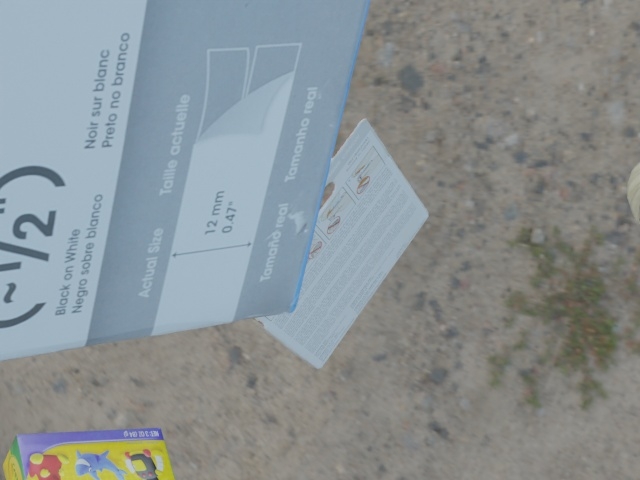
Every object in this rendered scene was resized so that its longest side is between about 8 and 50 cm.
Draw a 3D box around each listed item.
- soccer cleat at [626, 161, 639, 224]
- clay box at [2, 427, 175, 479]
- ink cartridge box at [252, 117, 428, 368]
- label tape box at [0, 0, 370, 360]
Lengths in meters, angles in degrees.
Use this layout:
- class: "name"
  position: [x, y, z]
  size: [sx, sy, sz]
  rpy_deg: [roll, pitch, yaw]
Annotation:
- class: "soccer cleat"
  position: [0.211, -0.026, 0.709]
  size: [0.068, 0.196, 0.076]
  rpy_deg: [-34, 108, 12]
- class: "clay box"
  position: [-0.162, 0.253, 0.978]
  size: [0.127, 0.222, 0.053]
  rpy_deg: [2, 137, -30]
- class: "ink cartridge box"
  position: [0.000, 0.000, 1.070]
  size: [0.181, 0.056, 0.225]
  rpy_deg: [-54, 152, -5]
- class: "label tape box"
  position: [-0.150, -0.079, 0.380]
  size: [0.347, 0.115, 0.249]
  rpy_deg: [-9, 128, -35]
